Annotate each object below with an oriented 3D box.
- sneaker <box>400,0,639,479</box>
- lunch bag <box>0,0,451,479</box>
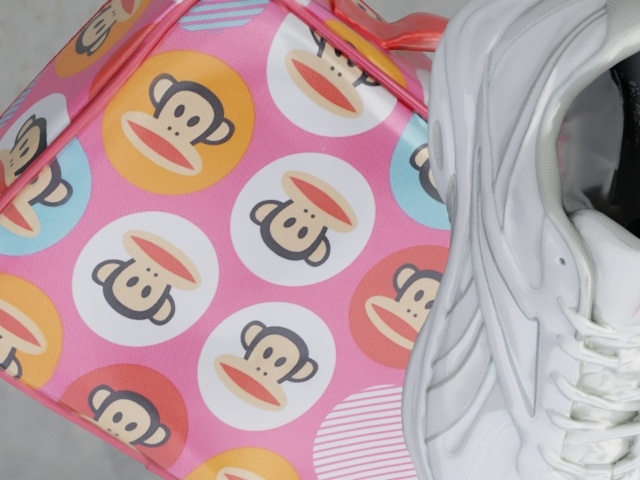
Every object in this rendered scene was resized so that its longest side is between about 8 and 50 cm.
[{"bbox_3d":[0.084,0.026,0.553,0.090,0.115,0.232,-6,96,-18],"label":"sneaker"},{"bbox_3d":[0.000,0.000,0.777,0.293,0.120,0.258,39,104,-24],"label":"lunch bag"}]
